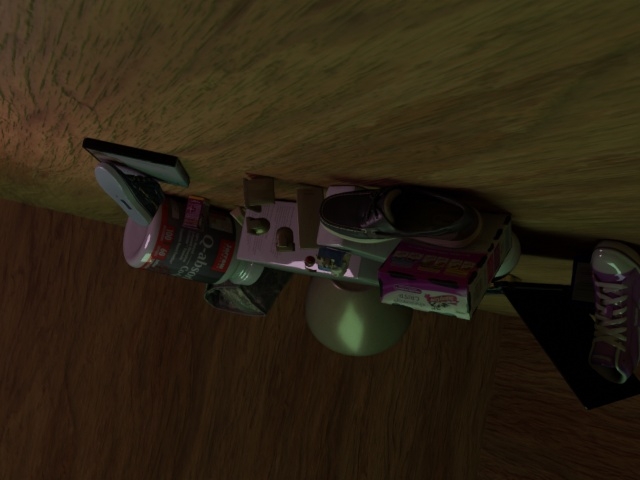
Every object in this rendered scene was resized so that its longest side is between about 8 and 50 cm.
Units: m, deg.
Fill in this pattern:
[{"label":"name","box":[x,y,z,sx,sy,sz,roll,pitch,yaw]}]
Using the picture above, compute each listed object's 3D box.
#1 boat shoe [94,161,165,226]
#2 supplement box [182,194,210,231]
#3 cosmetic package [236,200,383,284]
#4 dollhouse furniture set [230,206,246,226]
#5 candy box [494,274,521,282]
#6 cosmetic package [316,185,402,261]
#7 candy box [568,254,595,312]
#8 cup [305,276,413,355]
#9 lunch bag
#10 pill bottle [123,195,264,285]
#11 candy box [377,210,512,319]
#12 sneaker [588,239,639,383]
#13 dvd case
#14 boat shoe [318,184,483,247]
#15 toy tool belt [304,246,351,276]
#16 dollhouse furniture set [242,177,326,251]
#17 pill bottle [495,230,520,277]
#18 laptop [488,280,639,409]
[{"label":"boat shoe","box":[-0.396,-0.117,1.640,0.065,0.083,0.183,8,146,31]},{"label":"supplement box","box":[-0.319,-0.069,2.025,0.043,0.083,0.055,10,173,11]},{"label":"cosmetic package","box":[0.013,0.008,1.760,0.365,0.155,0.197,6,173,39]},{"label":"dollhouse furniture set","box":[-0.186,-0.075,2.083,0.114,0.091,0.081,50,-171,-45]},{"label":"candy box","box":[0.507,0.124,2.407,0.186,0.053,0.109,9,175,33]},{"label":"cosmetic package","box":[0.114,-0.020,1.484,0.231,0.117,0.085,18,173,-37]},{"label":"candy box","box":[0.711,0.125,1.656,0.268,0.122,0.317,6,171,40]},{"label":"cup","box":[0.108,0.139,2.308,0.331,0.331,0.237,10,147,12]},{"label":"lunch bag","box":[-0.235,0.104,2.493,0.287,0.235,0.169,-6,132,52]},{"label":"pill bottle","box":[-0.342,0.007,2.188,0.363,0.210,0.210,15,173,-32]},{"label":"candy box","box":[0.216,0.030,1.335,0.159,0.071,0.233,9,-145,28]},{"label":"sneaker","box":[0.545,0.145,1.449,0.102,0.161,0.282,5,131,43]},{"label":"dvd case","box":[-0.368,-0.154,1.603,0.180,0.022,0.253,12,174,-2]},{"label":"boat shoe","box":[0.123,-0.049,1.305,0.285,0.103,0.092,9,161,24]},{"label":"toy tool belt","box":[0.013,0.032,1.435,0.083,0.052,0.051,10,144,1]},{"label":"dollhouse furniture set","box":[-0.062,-0.049,1.547,0.151,0.144,0.123,-4,177,7]},{"label":"pill bottle","box":[0.330,0.023,1.515,0.103,0.103,0.184,11,174,10]},{"label":"laptop","box":[0.410,0.206,1.637,0.408,0.236,0.382,-6,172,37]}]
